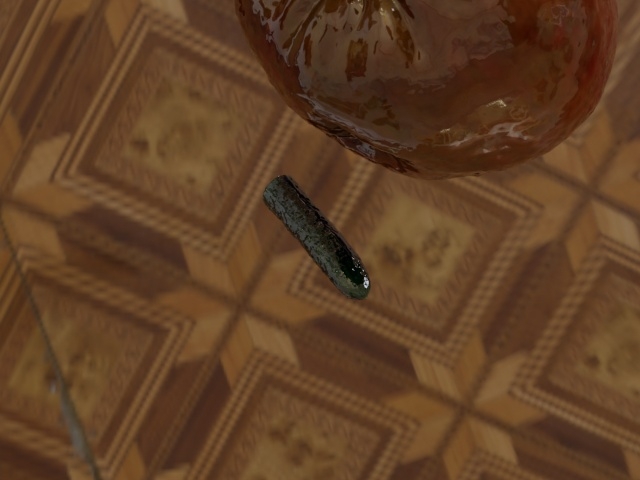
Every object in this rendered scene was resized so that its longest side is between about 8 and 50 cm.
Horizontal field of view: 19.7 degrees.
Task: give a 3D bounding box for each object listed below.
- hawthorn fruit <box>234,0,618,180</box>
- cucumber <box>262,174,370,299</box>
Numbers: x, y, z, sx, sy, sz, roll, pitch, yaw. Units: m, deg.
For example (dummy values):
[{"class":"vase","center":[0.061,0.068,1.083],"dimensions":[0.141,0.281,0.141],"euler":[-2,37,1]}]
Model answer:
[{"class":"hawthorn fruit","center":[0.077,-0.163,1.241],"dimensions":[0.258,0.262,0.258],"euler":[8,107,29]},{"class":"cucumber","center":[0.000,0.000,1.418],"dimensions":[0.032,0.133,0.032],"euler":[-22,139,-21]}]
